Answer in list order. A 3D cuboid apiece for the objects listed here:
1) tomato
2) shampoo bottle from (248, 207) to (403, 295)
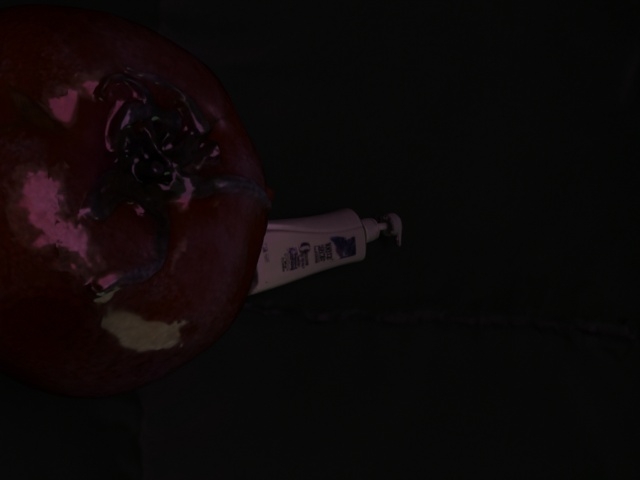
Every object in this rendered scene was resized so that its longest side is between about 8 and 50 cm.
[{"bbox_3d":[-0.146,-0.017,0.848,0.232,0.189,0.232,9,75,-37],"label":"tomato"},{"bbox_3d":[0.000,0.000,1.029,0.141,0.034,0.049,-14,84,-34],"label":"shampoo bottle"}]
